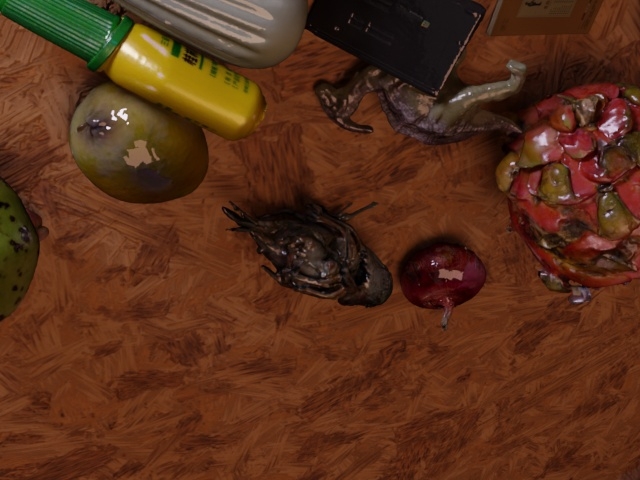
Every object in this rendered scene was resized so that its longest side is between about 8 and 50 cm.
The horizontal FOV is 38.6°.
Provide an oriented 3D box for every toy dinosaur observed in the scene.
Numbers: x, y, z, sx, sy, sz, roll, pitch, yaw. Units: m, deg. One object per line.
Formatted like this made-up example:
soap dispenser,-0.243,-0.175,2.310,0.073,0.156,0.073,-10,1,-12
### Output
toy dinosaur,0.144,-0.204,1.234,0.294,0.077,0.162,15,132,2

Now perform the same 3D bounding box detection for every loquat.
loquat,-0.217,-0.116,1.130,0.152,0.152,0.195,-40,145,16

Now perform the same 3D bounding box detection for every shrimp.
shrimp,0.001,0.001,1.384,0.372,0.137,0.172,37,74,-54

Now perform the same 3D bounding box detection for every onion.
onion,0.212,0.088,1.560,0.150,0.140,0.150,-2,140,-2

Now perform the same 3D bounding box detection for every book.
book,0.323,-0.337,1.270,0.172,0.012,0.118,-6,135,-22

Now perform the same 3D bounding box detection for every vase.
vase,-0.142,-0.278,1.019,0.248,0.128,0.128,15,125,-27

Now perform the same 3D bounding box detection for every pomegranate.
pomegranate,-0.426,-0.002,1.121,0.214,0.214,0.248,-51,169,26

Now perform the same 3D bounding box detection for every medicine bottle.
medicine bottle,-0.207,-0.205,1.027,0.308,0.111,0.076,25,100,-19

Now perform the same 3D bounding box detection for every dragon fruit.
dragon fruit,0.375,-0.113,1.367,0.262,0.314,0.296,32,139,-27

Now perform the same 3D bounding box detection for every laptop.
laptop,0.092,-0.276,1.140,0.197,0.016,0.135,26,121,-7
